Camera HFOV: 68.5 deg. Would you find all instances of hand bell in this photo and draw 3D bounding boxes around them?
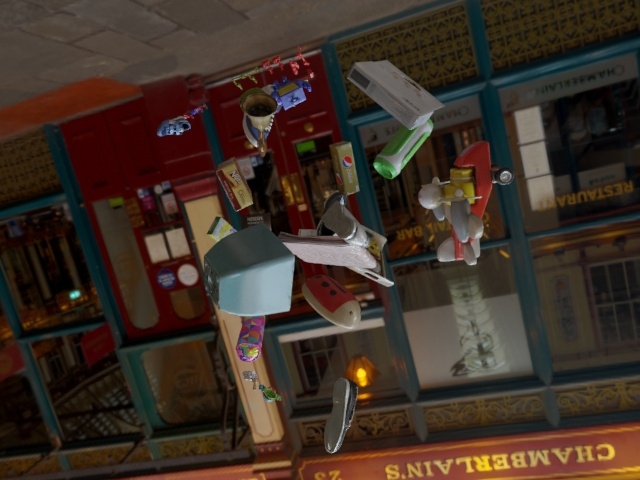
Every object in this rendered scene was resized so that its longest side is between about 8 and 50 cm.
[{"bbox_3d":[-0.214,-0.397,1.708,0.126,0.126,0.242,-18,148,-14],"label":"hand bell"}]

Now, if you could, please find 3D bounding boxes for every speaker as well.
[{"bbox_3d":[0.358,-0.411,2.032,0.297,0.131,0.131,-51,-162,-11],"label":"speaker"}]

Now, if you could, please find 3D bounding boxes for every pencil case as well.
[{"bbox_3d":[-0.273,0.369,1.837,0.104,0.105,0.236,-15,-157,3],"label":"pencil case"}]

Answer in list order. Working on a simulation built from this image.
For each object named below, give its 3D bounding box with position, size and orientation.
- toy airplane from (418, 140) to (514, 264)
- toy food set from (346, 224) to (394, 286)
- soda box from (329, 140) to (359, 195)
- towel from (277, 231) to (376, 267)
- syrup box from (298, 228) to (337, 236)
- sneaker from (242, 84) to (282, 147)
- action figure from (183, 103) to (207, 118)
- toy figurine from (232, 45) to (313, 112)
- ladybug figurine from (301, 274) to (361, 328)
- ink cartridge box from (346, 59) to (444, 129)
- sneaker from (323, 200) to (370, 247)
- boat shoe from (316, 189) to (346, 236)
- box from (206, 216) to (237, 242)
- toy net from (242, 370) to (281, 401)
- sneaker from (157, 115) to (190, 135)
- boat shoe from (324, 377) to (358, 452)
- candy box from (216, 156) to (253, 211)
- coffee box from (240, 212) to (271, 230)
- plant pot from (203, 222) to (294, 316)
[{"bbox_3d":[0.462,-0.107,1.622,0.272,0.385,0.386,13,151,-4],"label":"toy airplane"},{"bbox_3d":[0.223,0.052,2.116,0.092,0.219,0.306,-50,-156,34],"label":"toy food set"},{"bbox_3d":[0.085,-0.256,1.663,0.058,0.182,0.061,-21,-158,-22],"label":"soda box"},{"bbox_3d":[0.033,0.038,1.813,0.316,0.054,0.332,4,166,21],"label":"towel"},{"bbox_3d":[0.000,0.000,2.132,0.093,0.097,0.236,7,177,-37],"label":"syrup box"},{"bbox_3d":[-0.270,-0.648,2.374,0.236,0.323,0.130,-29,143,28],"label":"sneaker"},{"bbox_3d":[-0.425,-0.428,1.574,0.115,0.030,0.038,-3,-140,40],"label":"action figure"},{"bbox_3d":[-0.172,-0.652,2.031,0.362,0.191,0.217,-26,-129,-6],"label":"toy figurine"},{"bbox_3d":[0.073,0.345,2.804,0.449,0.162,0.305,38,-161,32],"label":"ladybug figurine"},{"bbox_3d":[0.251,-0.484,1.534,0.239,0.275,0.060,-32,162,-52],"label":"ink cartridge box"},{"bbox_3d":[0.083,-0.049,1.524,0.090,0.094,0.235,-53,-149,16],"label":"sneaker"},{"bbox_3d":[0.044,-0.088,1.877,0.095,0.255,0.079,12,-138,-20],"label":"boat shoe"},{"bbox_3d":[-0.461,-0.026,2.271,0.043,0.179,0.105,7,-117,36],"label":"box"},{"bbox_3d":[-0.293,0.714,2.345,0.232,0.045,0.122,39,-160,29],"label":"toy net"},{"bbox_3d":[-0.570,-0.439,1.829,0.144,0.059,0.053,-40,161,-38],"label":"sneaker"},{"bbox_3d":[0.097,0.746,1.998,0.091,0.303,0.114,25,163,-34],"label":"boat shoe"},{"bbox_3d":[-0.372,-0.252,2.047,0.087,0.183,0.316,-25,-163,-3],"label":"candy box"},{"bbox_3d":[-0.291,0.005,2.158,0.141,0.247,0.098,-6,177,-8],"label":"coffee box"},{"bbox_3d":[-0.266,0.119,1.641,0.252,0.247,0.248,-14,-143,-30],"label":"plant pot"}]
